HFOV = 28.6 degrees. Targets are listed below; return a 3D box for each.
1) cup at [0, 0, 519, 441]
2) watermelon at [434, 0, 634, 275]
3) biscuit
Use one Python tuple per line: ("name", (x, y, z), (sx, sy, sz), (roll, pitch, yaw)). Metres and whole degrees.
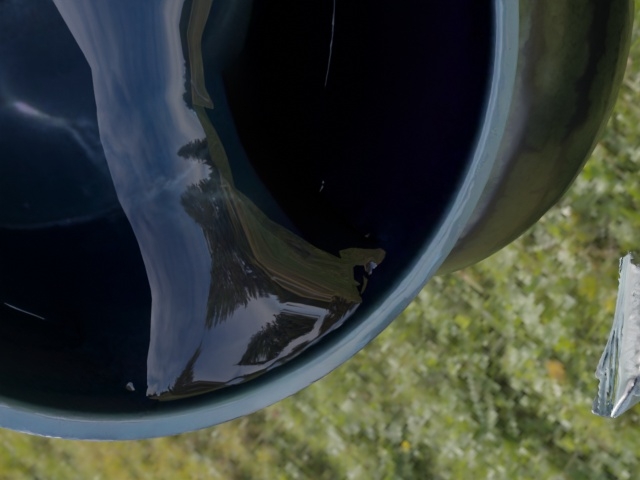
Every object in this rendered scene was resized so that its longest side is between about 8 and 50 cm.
("cup", (-0.114, -0.070, 0.541), (0.256, 0.331, 0.311), (14, -167, -25))
("watermelon", (0.075, -0.143, 0.877), (0.279, 0.279, 0.359), (29, 123, 23))
("biscuit", (0.418, 0.089, 1.244), (0.309, 0.186, 0.079), (-5, 154, 41))
